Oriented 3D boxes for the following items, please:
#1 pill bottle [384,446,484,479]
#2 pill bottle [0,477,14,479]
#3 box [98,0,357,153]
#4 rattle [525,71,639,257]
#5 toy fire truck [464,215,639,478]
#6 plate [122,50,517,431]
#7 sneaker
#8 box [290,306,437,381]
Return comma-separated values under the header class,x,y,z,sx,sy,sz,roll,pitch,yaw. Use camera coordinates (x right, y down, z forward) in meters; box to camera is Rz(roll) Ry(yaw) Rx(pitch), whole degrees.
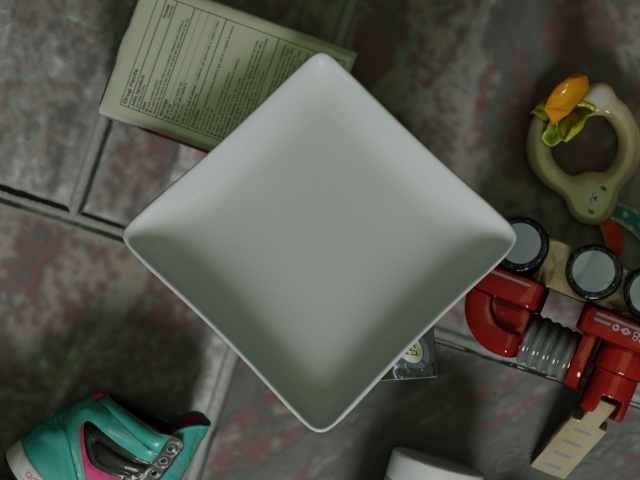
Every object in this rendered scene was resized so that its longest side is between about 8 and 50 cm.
class,x,y,z,sx,sy,sz,roll,pitch,yaw
pill bottle,0.090,0.349,1.478,0.136,0.136,0.245,16,90,-2
pill bottle,-0.295,0.417,1.444,0.181,0.181,0.323,-38,92,-1
box,-0.094,-0.160,1.471,0.232,0.127,0.148,20,90,-2
rattle,0.300,-0.073,1.483,0.130,0.143,0.199,-12,85,-16
toy fire truck,0.248,0.123,1.486,0.217,0.158,0.246,22,90,13
plate,0.000,0.000,1.357,0.278,0.045,0.277,44,78,11
sneaker,-0.167,0.268,1.482,0.178,0.124,0.295,-44,99,1
box,0.037,0.103,1.452,0.147,0.180,0.077,-4,89,-2
